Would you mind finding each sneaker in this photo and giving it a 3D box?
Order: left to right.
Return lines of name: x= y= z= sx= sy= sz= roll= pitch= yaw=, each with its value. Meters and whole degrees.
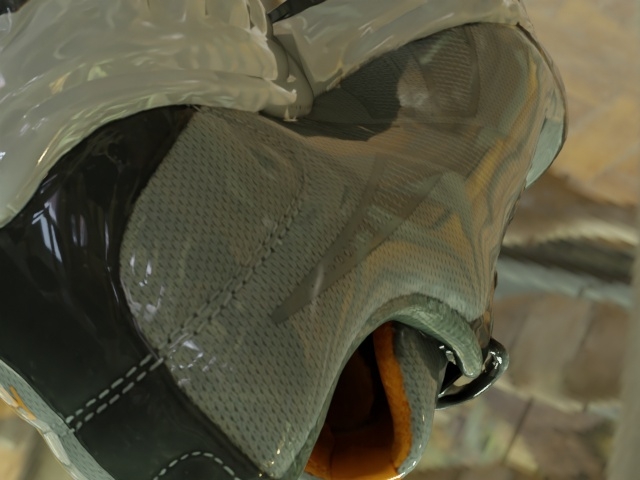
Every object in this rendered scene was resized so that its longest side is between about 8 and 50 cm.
sneaker: x=0.000 y=0.000 z=0.436 sx=0.108 sy=0.100 sz=0.271 roll=56 pitch=-157 yaw=7
